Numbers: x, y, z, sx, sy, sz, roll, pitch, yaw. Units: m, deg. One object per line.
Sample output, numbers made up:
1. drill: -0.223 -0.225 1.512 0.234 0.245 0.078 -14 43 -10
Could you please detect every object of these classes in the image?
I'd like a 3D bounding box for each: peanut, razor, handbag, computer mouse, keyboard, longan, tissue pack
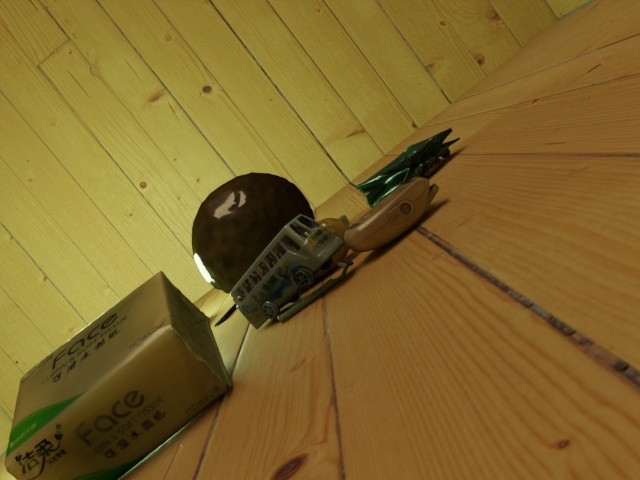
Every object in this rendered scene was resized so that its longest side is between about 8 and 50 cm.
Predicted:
1. peanut: -0.050 0.047 1.658 0.319 0.147 0.147 -38 6 26
2. razor: -0.012 0.119 1.447 0.211 0.036 0.084 -43 -7 11
3. handbag: 0.264 -0.212 1.965 0.269 0.100 0.274 -37 6 -25
4. computer mouse: 0.159 -0.051 1.438 0.236 0.082 0.145 -37 5 -12
5. keyboard: -0.315 0.245 2.271 0.064 0.010 0.198 -36 6 26
6. longan: -0.192 -0.010 1.935 0.391 0.391 0.391 -37 7 5
7. tissue pack: -0.415 0.294 1.327 0.405 0.205 0.332 -38 25 -3

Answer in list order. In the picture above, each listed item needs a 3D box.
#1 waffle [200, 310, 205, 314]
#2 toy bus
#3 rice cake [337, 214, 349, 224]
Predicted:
1. waffle: -0.571 0.382 2.465 0.325 0.068 0.302 -38 7 -9
2. toy bus: -0.085 0.075 1.506 0.109 0.136 0.329 -39 -6 -49
3. rice cake: 0.000 0.000 2.131 0.245 0.042 0.045 -42 5 -25
